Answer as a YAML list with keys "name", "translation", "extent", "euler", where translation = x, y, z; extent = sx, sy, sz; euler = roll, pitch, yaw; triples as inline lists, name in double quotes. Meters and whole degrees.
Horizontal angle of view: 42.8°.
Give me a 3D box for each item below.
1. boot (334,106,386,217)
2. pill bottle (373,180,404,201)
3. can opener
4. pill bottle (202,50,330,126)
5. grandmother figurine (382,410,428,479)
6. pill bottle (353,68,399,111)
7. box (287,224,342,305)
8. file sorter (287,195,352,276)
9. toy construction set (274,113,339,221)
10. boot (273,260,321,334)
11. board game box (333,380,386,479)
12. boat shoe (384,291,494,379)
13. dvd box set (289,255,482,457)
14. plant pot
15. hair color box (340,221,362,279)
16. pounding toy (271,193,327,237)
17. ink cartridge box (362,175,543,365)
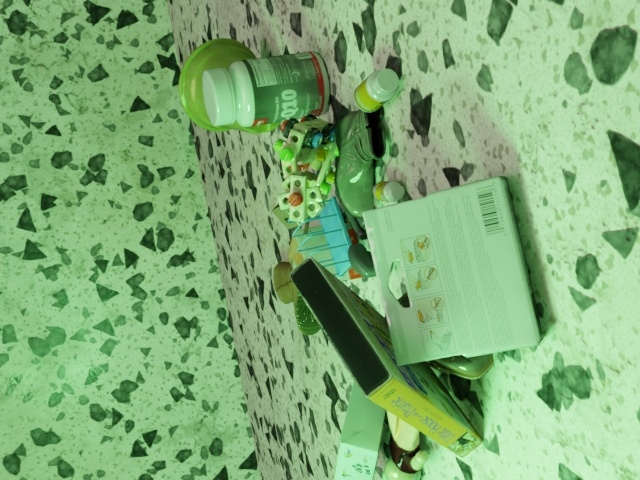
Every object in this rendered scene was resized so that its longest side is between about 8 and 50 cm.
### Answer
- name: "boot"
  translation: [0.092, -0.173, 1.766]
  extent: [0.161, 0.083, 0.246]
  euler: [173, 89, -70]
- name: "pill bottle"
  translation: [0.145, -0.103, 1.716]
  extent: [0.083, 0.043, 0.043]
  euler: [-168, 67, -69]
- name: "can opener"
  translation: [0.082, -0.034, 1.864]
  extent: [0.076, 0.095, 0.283]
  euler: [101, 151, -47]
- name: "pill bottle"
  translation: [-0.134, -0.365, 1.993]
  extent: [0.161, 0.283, 0.161]
  euler: [168, 90, -72]
- name: "grandmother figurine"
  translation: [0.187, 0.441, 1.849]
  extent: [0.208, 0.104, 0.342]
  euler: [-94, 5, -60]
- name: "pill bottle"
  translation: [0.115, -0.305, 1.647]
  extent: [0.116, 0.065, 0.065]
  euler: [153, 104, -72]
- name: "box"
  translation: [-0.015, 0.067, 2.218]
  extent: [0.130, 0.091, 0.170]
  euler: [107, 146, -55]
- name: "file sorter"
  translation: [0.000, 0.000, 1.976]
  extent: [0.118, 0.104, 0.170]
  euler: [130, 126, -63]
- name: "toy construction set"
  translation: [-0.035, -0.170, 1.871]
  extent: [0.328, 0.151, 0.215]
  euler: [-66, -4, -69]
- name: "boot"
  translation: [-0.069, 0.170, 2.464]
  extent: [0.269, 0.089, 0.236]
  euler: [156, 112, -71]
- name: "board game box"
  translation: [0.098, 0.500, 1.989]
  extent: [0.224, 0.097, 0.303]
  euler: [-71, -10, -47]
- name: "boat shoe"
  translation: [0.238, 0.190, 1.545]
  extent: [0.116, 0.123, 0.324]
  euler: [56, 174, -21]
- name: "dvd box set"
  translation: [0.129, 0.226, 1.533]
  extent: [0.420, 0.062, 0.307]
  euler: [41, -169, -50]
- name: "plant pot"
  translation: [-0.226, -0.417, 2.321]
  extent: [0.254, 0.276, 0.276]
  euler: [32, 132, 50]
- name: "hair color box"
  translation: [0.066, 0.026, 2.030]
  extent: [0.072, 0.043, 0.141]
  euler: [173, 85, -71]
- name: "pounding toy"
  translation: [-0.050, -0.081, 2.164]
  extent: [0.100, 0.130, 0.141]
  euler: [47, 164, -10]
- name: "ink cartridge box"
  translation: [0.216, 0.055, 1.342]
  extent: [0.060, 0.239, 0.275]
  euler: [-9, -94, -66]
